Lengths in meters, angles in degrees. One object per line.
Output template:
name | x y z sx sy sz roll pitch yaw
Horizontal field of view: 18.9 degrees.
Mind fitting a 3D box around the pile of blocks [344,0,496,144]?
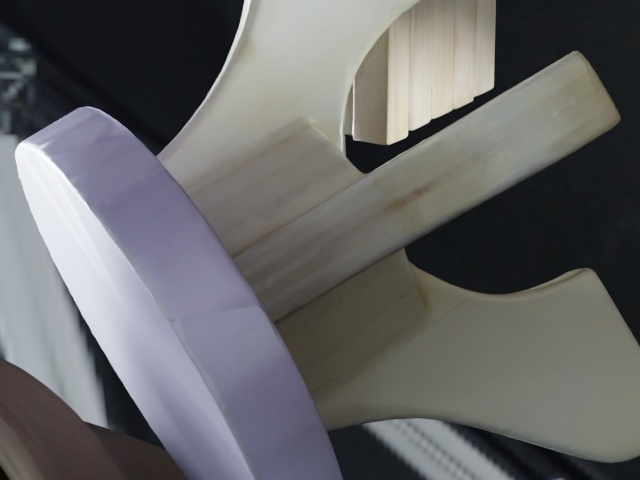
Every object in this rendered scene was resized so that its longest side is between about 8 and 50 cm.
pile of blocks | -0.011 -0.206 0.896 0.112 0.149 0.362 13 -40 32

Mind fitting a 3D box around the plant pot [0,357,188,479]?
plant pot | -0.132 0.176 0.835 0.263 0.229 0.263 -3 -96 31

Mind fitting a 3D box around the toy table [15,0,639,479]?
toy table | 0.000 0.000 0.701 0.252 0.161 0.274 61 -11 -13
